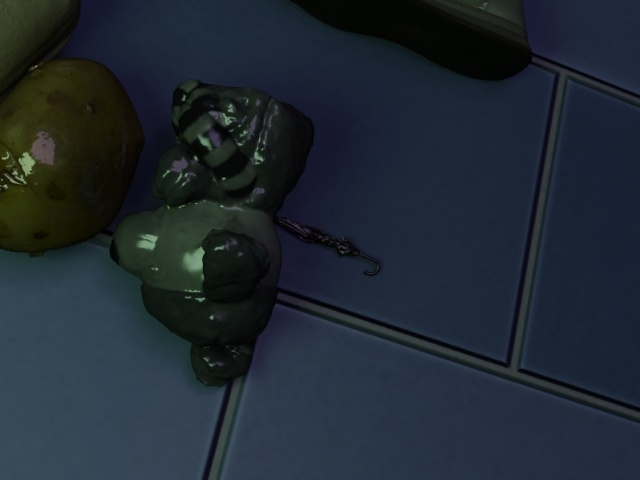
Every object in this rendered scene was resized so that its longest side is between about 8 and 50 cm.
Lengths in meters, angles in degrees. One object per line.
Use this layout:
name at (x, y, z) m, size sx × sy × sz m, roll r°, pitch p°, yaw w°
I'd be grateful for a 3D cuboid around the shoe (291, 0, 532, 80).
shoe at (0.081, -0.243, 1.153) m, size 0.275 × 0.103 × 0.098 m, roll 19°, pitch 65°, yaw -19°

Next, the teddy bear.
teddy bear at (-0.091, -0.021, 0.976) m, size 0.144 × 0.171 × 0.251 m, roll 14°, pitch 71°, yaw -7°

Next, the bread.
bread at (-0.282, -0.185, 0.970) m, size 0.134 × 0.148 × 0.141 m, roll 33°, pitch 59°, yaw 10°

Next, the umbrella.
umbrella at (0.001, -0.003, 1.088) m, size 0.122 × 0.013 × 0.022 m, roll 28°, pitch 87°, yaw -10°

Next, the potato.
potato at (-0.213, -0.067, 0.971) m, size 0.137 × 0.137 × 0.176 m, roll 35°, pitch 74°, yaw -5°
